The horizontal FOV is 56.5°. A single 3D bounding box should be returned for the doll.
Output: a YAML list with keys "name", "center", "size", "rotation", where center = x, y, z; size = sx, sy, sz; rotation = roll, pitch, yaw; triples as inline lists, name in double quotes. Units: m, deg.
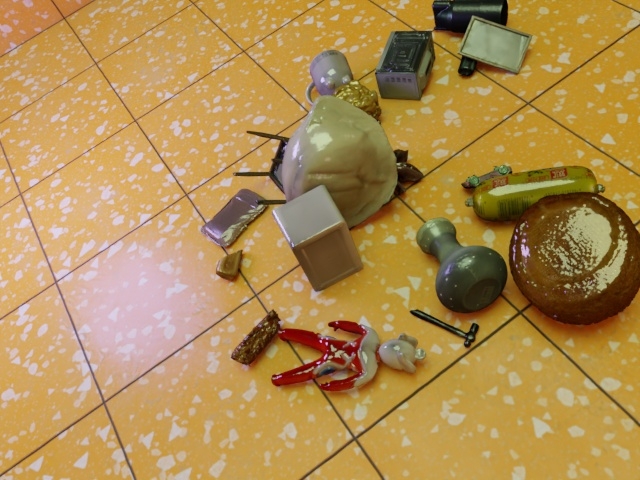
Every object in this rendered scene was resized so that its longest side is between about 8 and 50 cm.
- name: "doll"
  center: [0.067, 0.280, 1.462]
  size: [0.384, 0.099, 0.188]
  rotation: [-5, 56, 22]

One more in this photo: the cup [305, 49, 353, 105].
- name: "cup"
  center: [0.025, -0.536, 2.006]
  size: [0.174, 0.134, 0.142]
  rotation: [-19, 55, 4]

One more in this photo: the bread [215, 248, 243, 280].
- name: "bread"
  center: [-0.267, 0.066, 1.736]
  size: [0.062, 0.049, 0.103]
  rotation: [14, 56, -7]

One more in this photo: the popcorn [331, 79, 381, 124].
- name: "popcorn"
  center: [0.090, -0.430, 1.902]
  size: [0.194, 0.140, 0.163]
  rotation: [-20, 70, 8]

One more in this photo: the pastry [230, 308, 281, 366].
- name: "pastry"
  center: [-0.160, 0.257, 1.554]
  size: [0.063, 0.087, 0.169]
  rotation: [43, 75, 1]

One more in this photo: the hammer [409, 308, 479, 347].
- name: "hammer"
  center: [0.303, 0.205, 1.477]
  size: [0.178, 0.021, 0.065]
  rotation: [22, 65, 32]

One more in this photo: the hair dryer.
- name: "hair dryer"
  center: [0.469, -0.676, 1.985]
  size: [0.244, 0.116, 0.302]
  rotation: [10, 67, 27]

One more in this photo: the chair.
- name: "chair"
  center: [-0.098, -0.216, 1.820]
  size: [0.272, 0.166, 0.188]
  rotation: [-5, 41, -38]

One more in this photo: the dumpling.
- name: "dumpling"
  center: [0.048, -0.175, 1.619]
  size: [0.316, 0.395, 0.233]
  rotation: [21, 28, 1]

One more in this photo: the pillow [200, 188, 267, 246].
- name: "pillow"
  center: [-0.265, -0.075, 1.846]
  size: [0.135, 0.034, 0.211]
  rotation: [32, 70, 37]

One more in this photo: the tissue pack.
- name: "tissue pack"
  center: [-0.001, 0.001, 1.573]
  size: [0.159, 0.246, 0.136]
  rotation: [-28, 53, -2]

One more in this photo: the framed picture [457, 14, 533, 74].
- name: "framed picture"
  center: [0.555, -0.624, 1.898]
  size: [0.201, 0.010, 0.135]
  rotation: [22, 86, 7]

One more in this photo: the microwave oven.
- name: "microwave oven"
  center: [0.282, -0.580, 1.957]
  size: [0.162, 0.122, 0.208]
  rotation: [8, 60, 24]

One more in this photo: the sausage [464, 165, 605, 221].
- name: "sausage"
  center: [0.553, -0.121, 1.553]
  size: [0.347, 0.123, 0.123]
  rotation: [-7, 55, 12]

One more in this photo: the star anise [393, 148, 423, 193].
- name: "star anise"
  center: [0.175, -0.191, 1.751]
  size: [0.229, 0.093, 0.236]
  rotation: [24, 70, 24]

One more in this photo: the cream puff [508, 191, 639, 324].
- name: "cream puff"
  center: [0.588, 0.048, 1.371]
  size: [0.303, 0.212, 0.303]
  rotation: [-12, 66, 27]

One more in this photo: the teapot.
- name: "teapot"
  center: [0.340, 0.052, 1.484]
  size: [0.184, 0.183, 0.251]
  rotation: [-26, 42, 0]

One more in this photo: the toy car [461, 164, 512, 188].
- name: "toy car"
  center: [0.463, -0.171, 1.657]
  size: [0.142, 0.069, 0.055]
  rotation: [-20, 92, 4]
